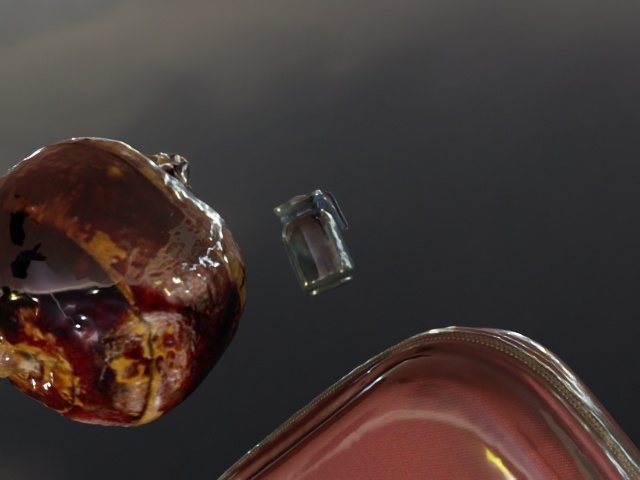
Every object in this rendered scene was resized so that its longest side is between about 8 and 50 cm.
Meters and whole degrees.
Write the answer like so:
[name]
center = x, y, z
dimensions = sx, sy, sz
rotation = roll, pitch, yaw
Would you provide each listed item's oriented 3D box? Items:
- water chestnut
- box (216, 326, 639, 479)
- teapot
[water chestnut]
center = -0.162, 0.025, 1.166
dimensions = 0.223, 0.224, 0.238
rotation = -9, -146, 33
[box]
center = 0.055, 0.226, 1.003
dimensions = 0.404, 0.263, 0.108
rotation = -41, 174, 37
[teapot]
center = -0.004, 0.002, 1.257
dimensions = 0.049, 0.083, 0.063
rotation = -23, 179, -13
